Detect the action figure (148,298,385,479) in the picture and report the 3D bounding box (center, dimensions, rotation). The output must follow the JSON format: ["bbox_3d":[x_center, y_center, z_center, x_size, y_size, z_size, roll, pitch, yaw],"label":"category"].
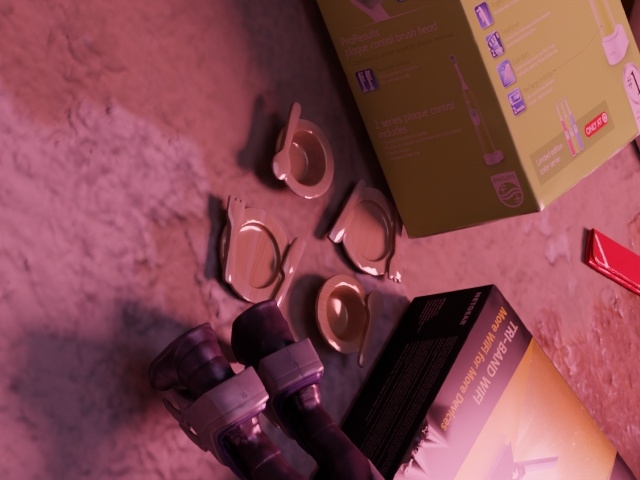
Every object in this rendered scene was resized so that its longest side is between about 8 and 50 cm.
[{"bbox_3d":[0.016,0.167,1.130,0.185,0.099,0.285,-22,66,-33],"label":"action figure"}]

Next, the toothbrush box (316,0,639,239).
[{"bbox_3d":[0.110,-0.173,1.364,0.206,0.122,0.283,-36,109,-48],"label":"toothbrush box"}]

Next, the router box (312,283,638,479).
[{"bbox_3d":[0.096,0.223,1.298,0.243,0.081,0.309,52,49,-26],"label":"router box"}]

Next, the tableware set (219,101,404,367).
[{"bbox_3d":[0.000,0.000,1.290,0.169,0.020,0.141,38,56,-34],"label":"tableware set"}]

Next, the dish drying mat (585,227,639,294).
[{"bbox_3d":[0.245,0.019,1.553,0.083,0.008,0.032,27,62,-40],"label":"dish drying mat"}]

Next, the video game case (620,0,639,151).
[{"bbox_3d":[0.284,-0.228,1.635,0.204,0.025,0.285,-39,110,-43],"label":"video game case"}]

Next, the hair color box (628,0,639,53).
[{"bbox_3d":[0.366,-0.275,1.431,0.113,0.185,0.374,-58,165,-36],"label":"hair color box"}]
